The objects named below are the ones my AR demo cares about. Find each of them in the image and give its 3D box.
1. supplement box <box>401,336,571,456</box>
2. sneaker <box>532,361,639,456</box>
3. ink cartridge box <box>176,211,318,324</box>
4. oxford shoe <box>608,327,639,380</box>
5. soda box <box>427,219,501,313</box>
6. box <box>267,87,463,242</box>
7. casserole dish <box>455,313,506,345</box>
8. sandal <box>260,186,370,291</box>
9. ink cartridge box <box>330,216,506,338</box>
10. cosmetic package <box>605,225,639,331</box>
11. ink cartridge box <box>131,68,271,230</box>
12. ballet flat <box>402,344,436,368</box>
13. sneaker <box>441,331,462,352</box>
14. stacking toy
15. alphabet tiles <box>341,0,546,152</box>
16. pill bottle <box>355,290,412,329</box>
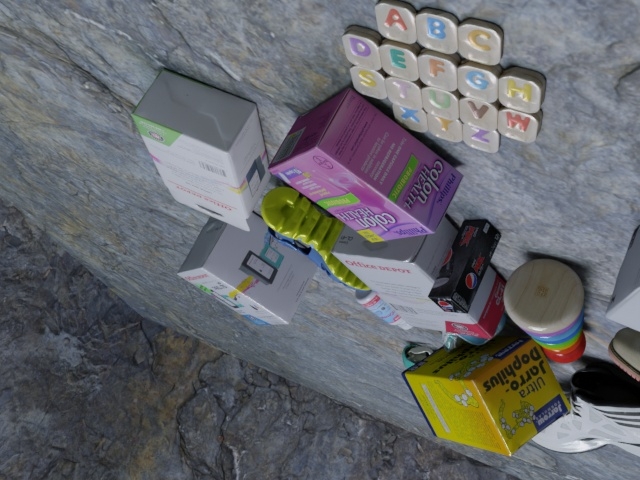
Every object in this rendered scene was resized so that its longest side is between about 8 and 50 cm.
[{"bbox_3d":[0.384,0.358,1.836,0.195,0.194,0.356,62,159,-4],"label":"supplement box"},{"bbox_3d":[0.623,0.376,1.818,0.257,0.169,0.447,48,149,-22],"label":"sneaker"},{"bbox_3d":[-0.184,0.066,1.961,0.270,0.197,0.198,35,159,-20],"label":"ink cartridge box"},{"bbox_3d":[0.694,0.203,1.328,0.397,0.140,0.146,15,127,44],"label":"oxford shoe"},{"bbox_3d":[0.259,0.046,1.372,0.053,0.169,0.060,41,156,-30],"label":"soda box"},{"bbox_3d":[0.069,-0.114,1.276,0.243,0.117,0.213,34,163,-19],"label":"box"},{"bbox_3d":[0.331,0.174,1.723,0.188,0.037,0.114,32,126,-14],"label":"casserole dish"},{"bbox_3d":[0.000,0.000,1.693,0.317,0.126,0.138,38,163,-7],"label":"sandal"},{"bbox_3d":[0.207,0.063,1.546,0.226,0.131,0.306,6,150,47],"label":"ink cartridge box"},{"bbox_3d":[0.532,0.060,1.080,0.184,0.151,0.151,23,160,8],"label":"cosmetic package"},{"bbox_3d":[-0.221,-0.167,1.536,0.207,0.119,0.353,23,159,11],"label":"ink cartridge box"},{"bbox_3d":[0.336,0.352,2.194,0.247,0.083,0.087,9,140,38],"label":"ballet flat"},{"bbox_3d":[0.322,0.211,1.825,0.080,0.094,0.212,22,160,19],"label":"sneaker"},{"bbox_3d":[0.457,0.155,1.491,0.141,0.141,0.330,15,165,31],"label":"stacking toy"},{"bbox_3d":[0.166,-0.214,1.059,0.284,0.021,0.278,21,160,20],"label":"alphabet tiles"},{"bbox_3d":[0.168,0.153,1.890,0.160,0.087,0.087,36,159,-25],"label":"pill bottle"}]
